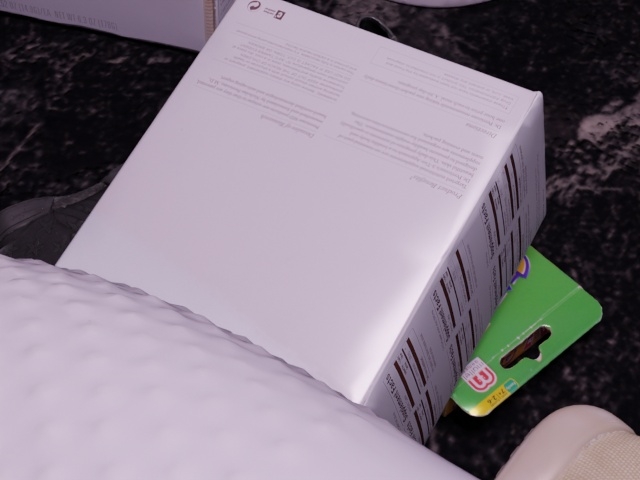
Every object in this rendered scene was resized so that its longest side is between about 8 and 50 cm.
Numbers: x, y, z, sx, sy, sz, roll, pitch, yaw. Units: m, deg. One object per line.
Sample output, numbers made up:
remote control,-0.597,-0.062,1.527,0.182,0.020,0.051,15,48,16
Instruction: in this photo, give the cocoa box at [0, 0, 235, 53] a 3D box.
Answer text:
cocoa box,-0.207,-0.328,0.968,0.347,0.228,0.231,13,52,8

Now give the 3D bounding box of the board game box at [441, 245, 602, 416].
board game box,0.051,0.006,0.837,0.124,0.039,0.259,-35,58,-25

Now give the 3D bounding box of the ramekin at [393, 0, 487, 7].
ramekin,0.094,-0.300,1.034,0.207,0.109,0.207,1,51,-2

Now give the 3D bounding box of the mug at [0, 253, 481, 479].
mug,-0.144,0.193,0.561,0.328,0.276,0.374,28,86,29

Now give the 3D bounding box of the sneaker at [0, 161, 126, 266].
sneaker,-0.150,0.007,0.821,0.170,0.051,0.089,-20,55,-11

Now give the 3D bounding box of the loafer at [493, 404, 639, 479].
loafer,0.059,0.172,0.412,0.092,0.102,0.268,13,59,43

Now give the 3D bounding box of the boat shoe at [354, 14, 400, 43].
boat shoe,0.055,-0.108,0.924,0.049,0.040,0.142,-18,54,-16

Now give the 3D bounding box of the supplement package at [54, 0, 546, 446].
supplement package,0.000,0.000,0.730,0.194,0.149,0.203,23,70,22
